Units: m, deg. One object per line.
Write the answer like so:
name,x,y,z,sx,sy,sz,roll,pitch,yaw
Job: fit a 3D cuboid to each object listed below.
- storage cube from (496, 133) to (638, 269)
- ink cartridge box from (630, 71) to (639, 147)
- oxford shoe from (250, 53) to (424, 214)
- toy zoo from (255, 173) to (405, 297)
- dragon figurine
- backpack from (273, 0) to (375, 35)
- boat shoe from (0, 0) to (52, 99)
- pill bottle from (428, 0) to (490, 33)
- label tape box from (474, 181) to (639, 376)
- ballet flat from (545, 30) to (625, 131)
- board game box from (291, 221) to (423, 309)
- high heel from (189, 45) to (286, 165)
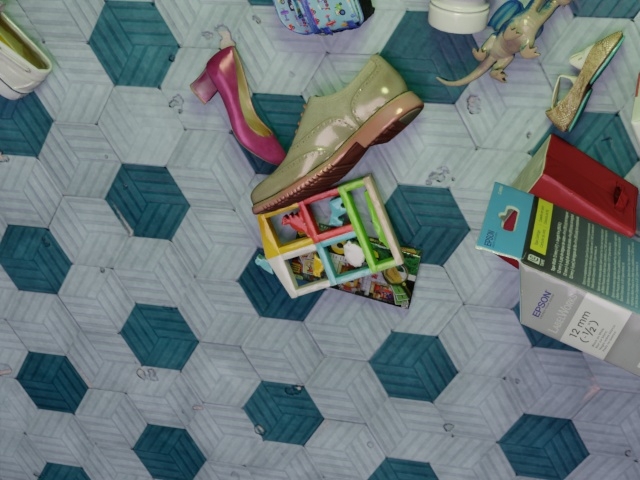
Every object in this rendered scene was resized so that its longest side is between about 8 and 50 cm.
storage cube,0.435,-0.040,1.971,0.193,0.183,0.215,33,124,-3
ink cartridge box,0.633,-0.129,1.833,0.131,0.226,0.306,-17,114,27
oxford shoe,0.006,-0.191,2.057,0.397,0.140,0.146,-36,82,20
toy zoo,0.000,0.000,2.186,0.293,0.030,0.192,-17,104,18
dragon figurine,0.330,-0.354,1.878,0.085,0.144,0.289,40,142,-10
backpack,-0.012,-0.435,1.921,0.173,0.117,0.158,-8,116,24
boat shoe,-0.656,-0.447,2.103,0.156,0.136,0.367,-28,111,29
pill bottle,0.241,-0.468,1.811,0.131,0.131,0.229,11,122,11
label tape box,0.411,0.060,1.776,0.348,0.249,0.115,23,120,4
ballet flat,0.451,-0.283,1.895,0.067,0.073,0.206,33,121,14
board game box,0.070,0.048,2.231,0.260,0.030,0.136,15,120,9
high heel,-0.129,-0.256,2.094,0.117,0.082,0.244,-41,97,22
